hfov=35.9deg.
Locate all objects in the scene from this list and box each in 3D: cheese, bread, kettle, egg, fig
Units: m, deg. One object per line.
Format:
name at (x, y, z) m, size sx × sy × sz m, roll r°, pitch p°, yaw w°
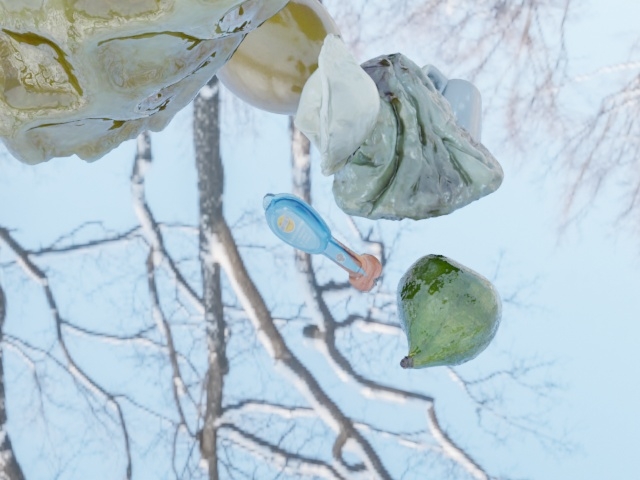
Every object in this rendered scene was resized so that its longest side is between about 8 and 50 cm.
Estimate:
cheese at (0.000, 0.000, 1.755) m, size 0.256 × 0.106 × 0.037 m, roll 35°, pitch -139°, yaw 4°
bread at (-0.132, -0.199, 0.710) m, size 0.196 × 0.252 × 0.239 m, roll 16°, pitch -117°, yaw -31°
kettle at (0.272, -0.274, 2.217) m, size 0.210 × 0.160 × 0.243 m, roll 38°, pitch -140°, yaw -17°
egg at (-0.084, -0.378, 1.955) m, size 0.250 × 0.250 × 0.322 m, roll -27°, pitch -125°, yaw -34°
fig at (0.200, 0.154, 1.714) m, size 0.203 × 0.203 × 0.235 m, roll 24°, pitch -121°, yaw 19°

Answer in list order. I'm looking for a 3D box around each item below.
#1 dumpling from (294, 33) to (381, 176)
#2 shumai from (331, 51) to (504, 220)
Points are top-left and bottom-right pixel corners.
dumpling at (0.020, -0.187, 1.508) m, size 0.126 × 0.216 × 0.166 m, roll 27°, pitch -139°, yaw -1°
shumai at (0.161, -0.202, 1.732) m, size 0.304 × 0.263 × 0.309 m, roll -2°, pitch -151°, yaw 14°
